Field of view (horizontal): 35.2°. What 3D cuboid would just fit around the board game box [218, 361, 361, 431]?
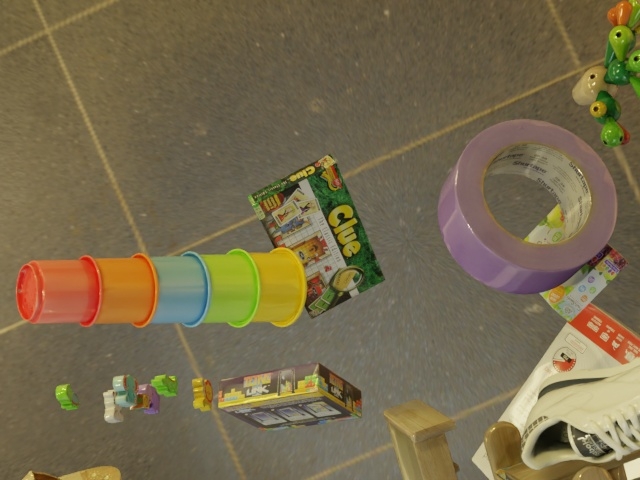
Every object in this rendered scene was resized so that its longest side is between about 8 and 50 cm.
[{"bbox_3d":[-0.044,0.236,1.506,0.170,0.141,0.048,-13,59,24],"label":"board game box"}]

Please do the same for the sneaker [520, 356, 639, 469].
[{"bbox_3d":[0.292,0.158,0.923,0.235,0.095,0.090,-28,97,39],"label":"sneaker"}]

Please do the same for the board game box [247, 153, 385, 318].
[{"bbox_3d":[0.000,0.000,1.503,0.136,0.259,0.030,-30,43,-4],"label":"board game box"}]

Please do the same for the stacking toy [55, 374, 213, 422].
[{"bbox_3d":[-0.273,0.227,1.507,0.167,0.221,0.052,-10,72,11],"label":"stacking toy"}]

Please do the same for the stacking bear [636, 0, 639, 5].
[{"bbox_3d":[0.175,-0.131,0.361,0.175,0.289,0.164,-45,44,-14],"label":"stacking bear"}]

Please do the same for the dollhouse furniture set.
[{"bbox_3d":[0.209,0.218,1.015,0.242,0.212,0.160,-17,95,-11],"label":"dollhouse furniture set"}]

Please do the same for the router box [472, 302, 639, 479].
[{"bbox_3d":[0.409,0.293,1.397,0.082,0.335,0.301,27,100,-37],"label":"router box"}]

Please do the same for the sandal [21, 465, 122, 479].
[{"bbox_3d":[-0.442,0.395,1.617,0.240,0.088,0.079,-15,124,-15],"label":"sandal"}]

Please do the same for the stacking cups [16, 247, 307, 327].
[{"bbox_3d":[-0.165,0.046,1.095,0.316,0.096,0.095,4,91,-38],"label":"stacking cups"}]

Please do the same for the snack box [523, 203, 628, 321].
[{"bbox_3d":[0.302,0.024,1.245,0.037,0.141,0.100,36,102,-26],"label":"snack box"}]

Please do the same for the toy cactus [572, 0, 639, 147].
[{"bbox_3d":[0.399,-0.221,1.340,0.112,0.180,0.218,6,82,-11],"label":"toy cactus"}]

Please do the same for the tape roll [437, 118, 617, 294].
[{"bbox_3d":[0.235,-0.039,1.156,0.189,0.080,0.188,4,67,-9],"label":"tape roll"}]
